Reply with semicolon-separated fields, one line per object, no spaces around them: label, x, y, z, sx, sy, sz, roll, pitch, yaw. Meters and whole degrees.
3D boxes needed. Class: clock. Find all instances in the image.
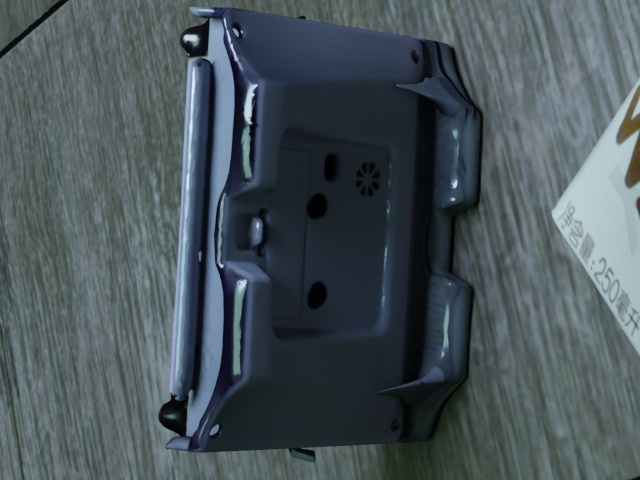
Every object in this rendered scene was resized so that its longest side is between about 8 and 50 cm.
clock;0.000;0.000;1.085;0.083;0.186;0.253;4;91;46

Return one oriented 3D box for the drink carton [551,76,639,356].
drink carton;0.246;-0.050;0.792;0.194;0.132;0.324;61;138;34
